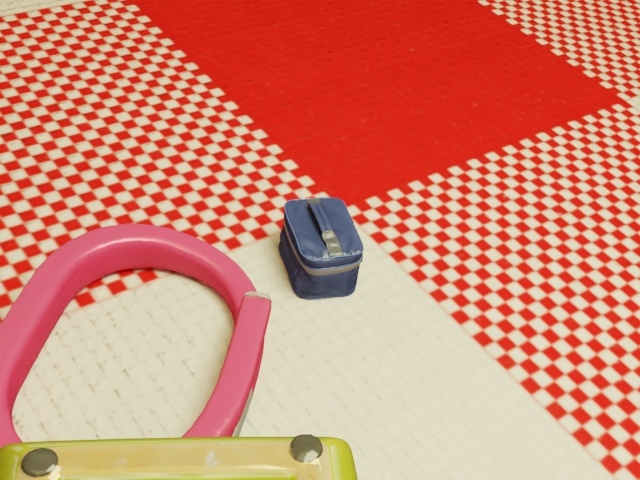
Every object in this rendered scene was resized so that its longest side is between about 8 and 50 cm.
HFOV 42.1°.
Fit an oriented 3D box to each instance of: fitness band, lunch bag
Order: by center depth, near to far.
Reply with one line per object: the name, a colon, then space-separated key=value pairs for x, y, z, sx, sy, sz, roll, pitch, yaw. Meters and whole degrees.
fitness band: x=-0.155 y=0.092 z=0.677 sx=0.209 sy=0.054 sz=0.290 roll=13 pitch=41 yaw=2
lunch bag: x=0.000 y=0.000 z=0.800 sx=0.067 sy=0.065 sz=0.098 roll=-6 pitch=46 yaw=-19

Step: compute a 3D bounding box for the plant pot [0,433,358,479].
plant pot: x=-0.075 y=0.229 z=0.436 sx=0.227 sy=0.207 sz=0.228 roll=2 pitch=42 yaw=-10
